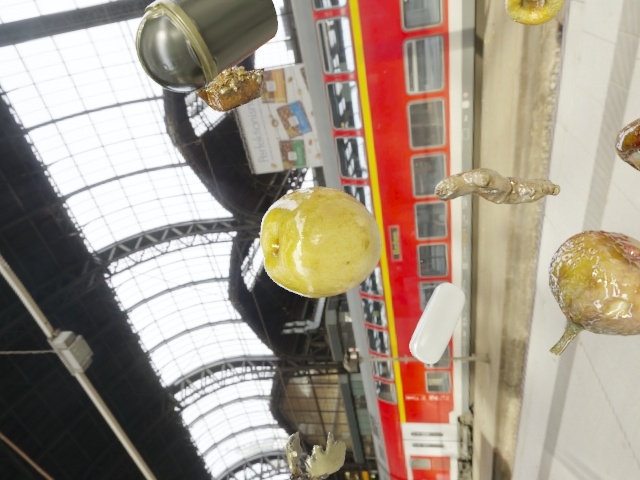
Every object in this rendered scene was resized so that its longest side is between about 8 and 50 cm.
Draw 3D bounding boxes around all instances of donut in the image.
[{"bbox_3d":[0.549,-0.616,1.084,0.152,0.151,0.058,61,-137,-63],"label":"donut"}]

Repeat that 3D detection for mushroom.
[{"bbox_3d":[0.907,-0.231,1.099,0.153,0.253,0.253,-54,-9,8],"label":"mushroom"}]

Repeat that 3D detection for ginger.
[{"bbox_3d":[0.407,-0.128,0.987,0.122,0.290,0.084,-118,30,-71],"label":"ginger"}]

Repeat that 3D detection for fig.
[{"bbox_3d":[0.701,0.162,1.113,0.286,0.286,0.369,-74,9,-58],"label":"fig"}]

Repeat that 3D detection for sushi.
[{"bbox_3d":[-0.134,-0.235,0.650,0.118,0.061,0.060,-44,-49,-38],"label":"sushi"}]

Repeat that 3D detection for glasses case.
[{"bbox_3d":[0.273,0.190,0.986,0.197,0.076,0.049,-60,-2,-17],"label":"glasses case"}]

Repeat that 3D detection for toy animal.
[{"bbox_3d":[-0.035,0.408,0.654,0.186,0.093,0.214,-66,-9,-48],"label":"toy animal"}]

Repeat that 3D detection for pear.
[{"bbox_3d":[0.000,0.000,1.112,0.314,0.314,0.315,-4,-90,-78],"label":"pear"}]

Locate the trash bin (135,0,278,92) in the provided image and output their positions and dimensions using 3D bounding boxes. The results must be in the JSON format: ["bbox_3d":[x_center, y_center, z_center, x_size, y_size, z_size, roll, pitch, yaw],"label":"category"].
[{"bbox_3d":[-0.278,-0.489,1.016,0.334,0.214,0.214,-39,-40,-20],"label":"trash bin"}]
